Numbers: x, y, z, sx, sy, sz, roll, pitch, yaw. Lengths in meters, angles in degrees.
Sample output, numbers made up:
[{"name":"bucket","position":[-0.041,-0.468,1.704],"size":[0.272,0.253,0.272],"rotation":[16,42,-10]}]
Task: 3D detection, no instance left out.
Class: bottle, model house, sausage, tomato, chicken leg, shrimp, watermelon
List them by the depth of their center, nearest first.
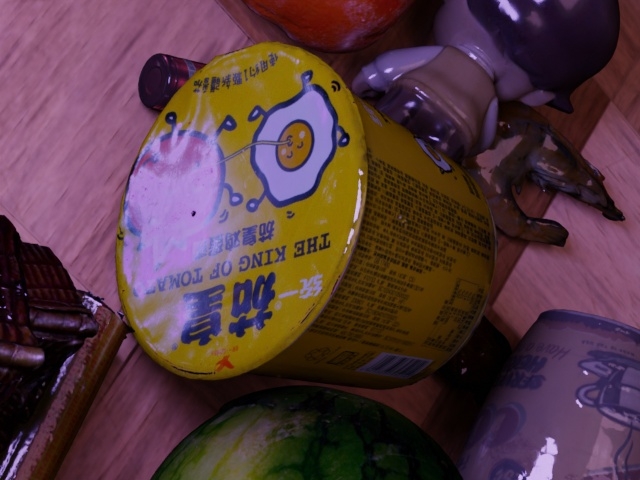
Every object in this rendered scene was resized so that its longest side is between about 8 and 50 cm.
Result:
[{"name":"model house","position":[-0.321,0.116,1.585],"size":[0.317,0.282,0.297],"rotation":[14,75,-36]},{"name":"sausage","position":[-0.278,0.219,1.743],"size":[0.082,0.082,0.371],"rotation":[39,63,-28]},{"name":"watermelon","position":[-0.018,0.314,1.767],"size":[0.363,0.363,0.363],"rotation":[6,80,-38]},{"name":"bottle","position":[-0.101,-0.144,1.946],"size":[0.164,0.060,0.060],"rotation":[10,78,-38]},{"name":"tomato","position":[0.015,-0.314,1.976],"size":[0.232,0.188,0.232],"rotation":[9,76,-38]},{"name":"chicken leg","position":[0.118,0.103,2.093],"size":[0.253,0.051,0.106],"rotation":[22,76,-32]},{"name":"shrimp","position":[0.256,-0.058,2.218],"size":[0.254,0.059,0.145],"rotation":[42,63,-27]}]

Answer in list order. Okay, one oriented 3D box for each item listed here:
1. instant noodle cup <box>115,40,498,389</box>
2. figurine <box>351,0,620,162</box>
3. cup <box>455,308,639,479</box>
[{"name":"instant noodle cup","position":[0.000,0.000,1.859],"size":[0.254,0.326,0.325],"rotation":[20,72,-44]},{"name":"figurine","position":[0.175,-0.193,2.117],"size":[0.218,0.206,0.365],"rotation":[41,80,6]},{"name":"cup","position":[0.283,0.225,2.097],"size":[0.257,0.227,0.301],"rotation":[-70,159,-11]}]
